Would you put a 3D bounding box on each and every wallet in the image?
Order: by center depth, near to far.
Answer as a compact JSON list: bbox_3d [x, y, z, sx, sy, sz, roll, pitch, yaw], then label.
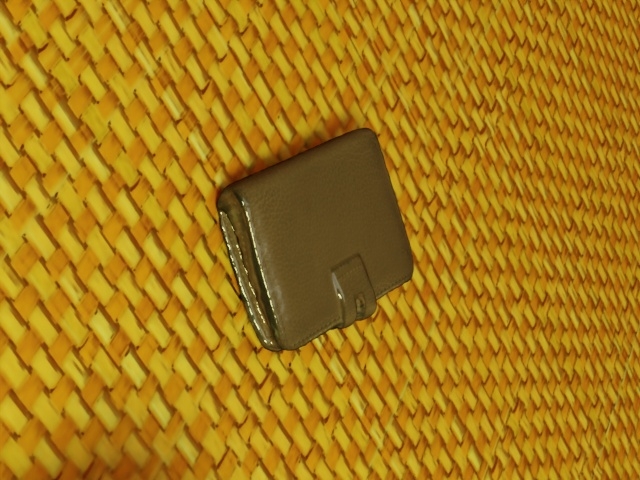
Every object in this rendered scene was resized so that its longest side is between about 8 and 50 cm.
[{"bbox_3d":[0.000,0.000,0.912,0.152,0.039,0.118,-26,102,-51],"label":"wallet"}]
